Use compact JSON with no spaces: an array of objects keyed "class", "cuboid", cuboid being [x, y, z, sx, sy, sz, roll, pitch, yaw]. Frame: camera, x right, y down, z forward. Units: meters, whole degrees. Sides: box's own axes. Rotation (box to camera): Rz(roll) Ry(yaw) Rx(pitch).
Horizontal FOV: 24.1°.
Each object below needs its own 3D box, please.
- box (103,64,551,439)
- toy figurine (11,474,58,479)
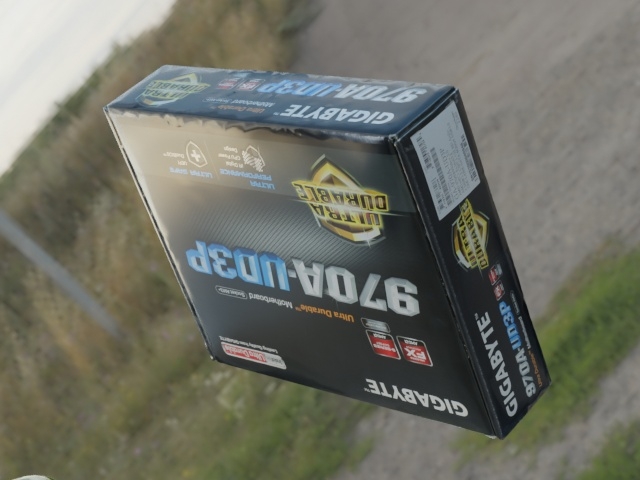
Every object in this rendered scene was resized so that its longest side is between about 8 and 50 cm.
[{"class":"box","cuboid":[0.000,0.000,0.777,0.220,0.175,0.051,11,41,44]},{"class":"toy figurine","cuboid":[-0.199,0.294,1.268,0.191,0.363,0.217,-7,26,21]}]
